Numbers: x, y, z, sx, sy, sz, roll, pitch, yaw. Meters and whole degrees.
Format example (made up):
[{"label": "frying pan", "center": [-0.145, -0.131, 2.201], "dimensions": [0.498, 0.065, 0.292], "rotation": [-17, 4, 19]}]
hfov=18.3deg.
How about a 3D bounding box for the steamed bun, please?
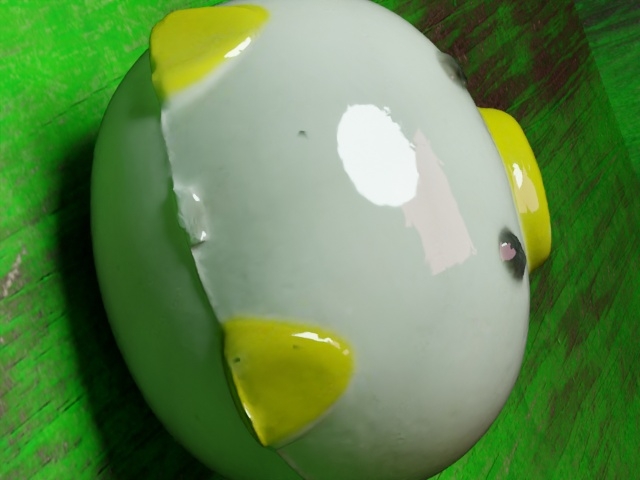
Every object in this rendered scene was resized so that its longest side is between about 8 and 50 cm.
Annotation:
[{"label": "steamed bun", "center": [-0.006, 0.003, 1.424], "dimensions": [0.334, 0.334, 0.374], "rotation": [22, 47, -66]}]
